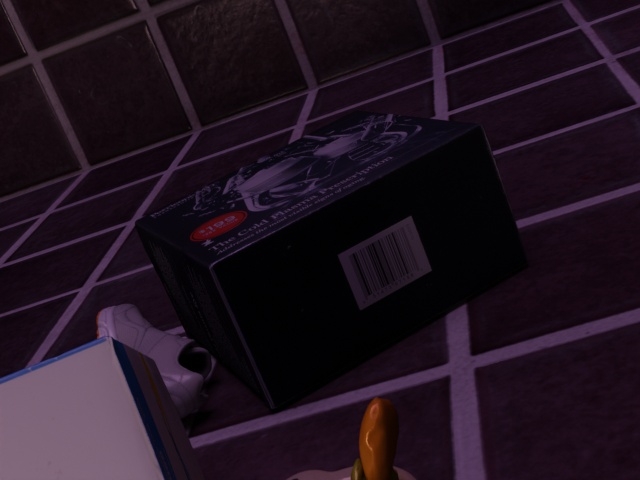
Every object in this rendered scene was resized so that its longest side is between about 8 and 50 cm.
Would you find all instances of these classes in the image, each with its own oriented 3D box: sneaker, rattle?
[{"bbox_3d":[-0.188,0.142,1.196,0.121,0.099,0.262,-17,26,-8],"label":"sneaker"},{"bbox_3d":[-0.017,0.187,0.803,0.200,0.142,0.130,9,54,46],"label":"rattle"}]

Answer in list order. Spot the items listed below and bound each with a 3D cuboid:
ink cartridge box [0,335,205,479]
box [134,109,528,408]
[{"bbox_3d":[-0.192,0.190,0.803,0.171,0.168,0.232,-23,-10,-4],"label":"ink cartridge box"},{"bbox_3d":[0.000,0.000,1.218,0.343,0.178,0.312,-28,18,-18],"label":"box"}]
